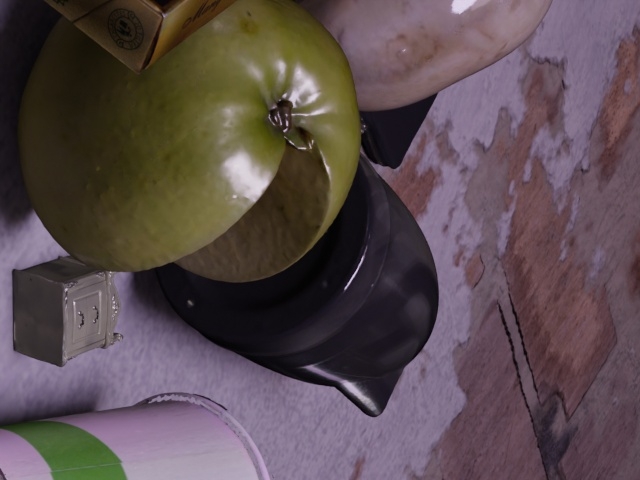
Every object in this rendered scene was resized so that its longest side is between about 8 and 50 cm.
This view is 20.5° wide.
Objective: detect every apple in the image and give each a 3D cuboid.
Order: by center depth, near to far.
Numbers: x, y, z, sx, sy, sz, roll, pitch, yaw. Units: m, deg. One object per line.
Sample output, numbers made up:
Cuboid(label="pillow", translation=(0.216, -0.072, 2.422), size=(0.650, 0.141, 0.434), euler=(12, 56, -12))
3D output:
Cuboid(label="apple", translation=(-0.107, -0.092, 1.499), size=(0.292, 0.254, 0.292), euler=(6, 82, -46))

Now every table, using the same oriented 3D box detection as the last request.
Cuboid(label="table", translation=(-0.221, 0.059, 1.568), size=(0.083, 0.062, 0.079), euler=(-20, 119, -52))

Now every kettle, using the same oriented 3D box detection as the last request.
Cuboid(label="kettle", translation=(0.000, 0.000, 1.777), size=(0.324, 0.228, 0.321), euler=(40, 37, -59))

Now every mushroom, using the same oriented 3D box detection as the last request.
Cuboid(label="mushroom", translation=(0.075, -0.287, 1.753), size=(0.292, 0.292, 0.290), euler=(-37, 101, -44))

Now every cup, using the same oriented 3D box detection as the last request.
Cuboid(label="cup", translation=(-0.212, 0.252, 1.510), size=(0.274, 0.253, 0.253), euler=(8, 95, -50))

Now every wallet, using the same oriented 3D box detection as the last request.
Cuboid(label="wallet", translation=(0.101, -0.202, 1.978), size=(0.250, 0.044, 0.149), euler=(-62, 148, -22))

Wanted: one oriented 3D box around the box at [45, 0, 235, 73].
Cuboid(label="box", translation=(-0.174, -0.253, 1.370), size=(0.159, 0.240, 0.071), euler=(-42, 165, -42))
